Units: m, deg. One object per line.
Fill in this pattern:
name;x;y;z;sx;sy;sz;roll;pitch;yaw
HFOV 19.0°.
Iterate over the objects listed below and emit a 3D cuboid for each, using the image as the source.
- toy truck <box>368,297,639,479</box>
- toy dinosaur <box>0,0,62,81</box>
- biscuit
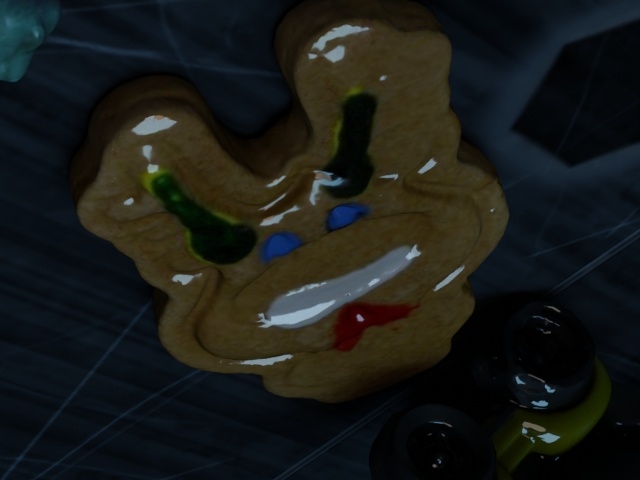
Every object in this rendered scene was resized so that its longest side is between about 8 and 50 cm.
toy truck;0.117;0.157;1.149;0.224;0.165;0.147;-39;163;-41
toy dinosaur;-0.236;-0.149;0.625;0.331;0.129;0.383;-21;147;-23
biscuit;0.000;0.000;1.003;0.202;0.047;0.334;-23;148;2
